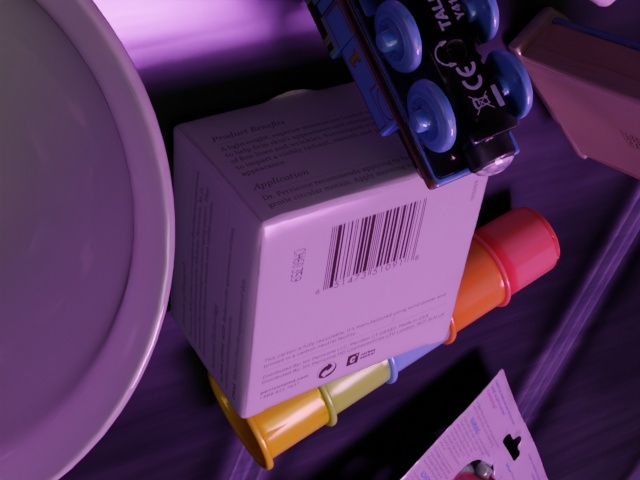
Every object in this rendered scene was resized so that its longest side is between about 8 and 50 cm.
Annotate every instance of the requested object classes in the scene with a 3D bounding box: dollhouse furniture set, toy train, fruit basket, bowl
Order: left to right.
[{"bbox_3d":[-0.208,-0.021,0.489,0.298,0.134,0.297,0,102,1],"label":"bowl"},{"bbox_3d":[0.055,-0.116,0.623,0.080,0.184,0.105,-24,176,-20],"label":"toy train"},{"bbox_3d":[0.102,0.329,1.140,0.353,0.165,0.327,-50,144,-14],"label":"fruit basket"},{"bbox_3d":[0.356,-0.154,0.803,0.303,0.198,0.286,-46,128,-4],"label":"dollhouse furniture set"}]

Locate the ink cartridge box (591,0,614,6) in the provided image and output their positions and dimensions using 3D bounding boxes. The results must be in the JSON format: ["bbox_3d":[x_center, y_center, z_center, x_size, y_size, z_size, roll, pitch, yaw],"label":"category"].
[{"bbox_3d":[0.036,-0.241,0.468,0.283,0.207,0.117,17,116,-46],"label":"ink cartridge box"}]

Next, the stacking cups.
[{"bbox_3d":[0.066,0.072,0.877,0.316,0.096,0.096,-28,140,-15],"label":"stacking cups"}]

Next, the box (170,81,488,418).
[{"bbox_3d":[0.000,0.000,0.736,0.181,0.119,0.181,-18,136,-27],"label":"box"}]
